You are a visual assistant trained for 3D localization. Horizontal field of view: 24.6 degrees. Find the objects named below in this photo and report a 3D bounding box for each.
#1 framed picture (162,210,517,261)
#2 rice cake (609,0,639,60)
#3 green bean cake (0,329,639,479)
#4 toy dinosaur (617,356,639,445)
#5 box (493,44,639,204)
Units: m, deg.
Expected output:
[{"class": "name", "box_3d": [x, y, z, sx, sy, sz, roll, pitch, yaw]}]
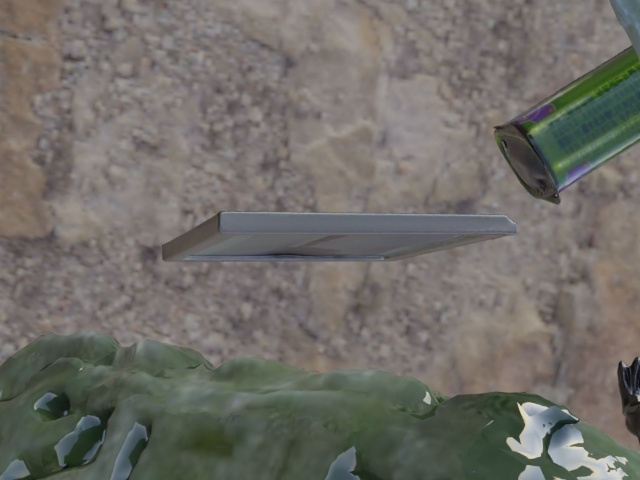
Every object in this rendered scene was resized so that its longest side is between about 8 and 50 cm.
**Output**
[{"class": "framed picture", "box_3d": [0.000, 0.000, 1.136, 0.213, 0.289, 0.016, 1, 85, -14]}, {"class": "rice cake", "box_3d": [0.223, -0.135, 0.588, 0.085, 0.226, 0.040, 62, 26, -9]}, {"class": "green bean cake", "box_3d": [-0.013, 0.136, 0.362, 0.125, 0.227, 0.222, 43, 61, -47]}, {"class": "toy dinosaur", "box_3d": [0.252, 0.126, 0.912, 0.087, 0.179, 0.187, 5, 126, -10]}, {"class": "box", "box_3d": [0.345, -0.161, 1.469, 0.345, 0.134, 0.097, -31, 92, -6]}]
